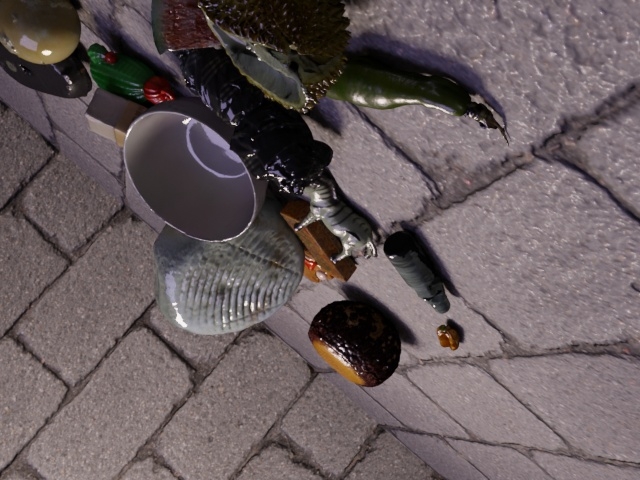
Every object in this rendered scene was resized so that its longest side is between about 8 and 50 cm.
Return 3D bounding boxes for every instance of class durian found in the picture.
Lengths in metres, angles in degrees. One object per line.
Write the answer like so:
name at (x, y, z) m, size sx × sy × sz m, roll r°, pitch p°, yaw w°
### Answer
durian at (-0.060, -0.275, 1.102) m, size 0.237 × 0.138 × 0.193 m, roll 37°, pitch 171°, yaw 6°

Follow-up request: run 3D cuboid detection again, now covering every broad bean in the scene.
broad bean at (0.087, -0.186, 1.161) m, size 0.318 × 0.056 × 0.098 m, roll 27°, pitch 160°, yaw 36°

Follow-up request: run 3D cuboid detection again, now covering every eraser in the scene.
eraser at (-0.315, -0.200, 1.900) m, size 0.343 × 0.078 × 0.144 m, roll 25°, pitch 170°, yaw -5°

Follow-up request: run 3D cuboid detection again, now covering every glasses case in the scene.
glasses case at (0.000, 0.000, 1.948) m, size 0.075 × 0.049 × 0.218 m, roll 25°, pitch 159°, yaw 43°

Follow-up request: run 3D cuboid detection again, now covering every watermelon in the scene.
watermelon at (-0.184, -0.326, 1.334) m, size 0.158 × 0.121 × 0.098 m, roll 28°, pitch 140°, yaw 26°

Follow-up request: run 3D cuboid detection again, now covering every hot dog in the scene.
hot dog at (0.268, 0.200, 1.909) m, size 0.049 × 0.037 × 0.122 m, roll 23°, pitch 166°, yaw 17°

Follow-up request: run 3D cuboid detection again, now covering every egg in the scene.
egg at (-0.575, -0.444, 1.864) m, size 0.201 × 0.164 × 0.164 m, roll 35°, pitch 165°, yaw 36°

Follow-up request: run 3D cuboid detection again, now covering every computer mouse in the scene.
computer mouse at (-0.658, -0.436, 2.178) m, size 0.323 × 0.116 × 0.183 m, roll 21°, pitch 155°, yaw 36°

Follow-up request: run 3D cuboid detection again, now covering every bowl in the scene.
bowl at (-0.214, -0.152, 1.731) m, size 0.287 × 0.144 × 0.287 m, roll 17°, pitch 132°, yaw 19°

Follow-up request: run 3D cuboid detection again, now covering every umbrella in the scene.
umbrella at (-0.123, -0.216, 1.497) m, size 0.336 × 0.128 × 0.154 m, roll 43°, pitch 151°, yaw 14°

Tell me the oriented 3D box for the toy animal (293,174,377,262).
toy animal at (0.030, -0.044, 1.709) m, size 0.217 × 0.073 × 0.176 m, roll 37°, pitch 151°, yaw -3°

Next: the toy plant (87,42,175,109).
toy plant at (-0.381, -0.320, 1.883) m, size 0.240 × 0.088 × 0.154 m, roll 32°, pitch 162°, yaw 14°

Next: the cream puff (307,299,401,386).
cream puff at (0.089, 0.244, 2.223) m, size 0.239 × 0.165 × 0.239 m, roll 38°, pitch 165°, yaw 12°

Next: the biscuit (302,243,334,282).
biscuit at (-0.050, 0.024, 2.167) m, size 0.205 × 0.049 × 0.324 m, roll 42°, pitch 164°, yaw -6°

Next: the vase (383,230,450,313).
vase at (0.184, 0.066, 1.663) m, size 0.060 × 0.060 × 0.211 m, roll 24°, pitch 160°, yaw 47°

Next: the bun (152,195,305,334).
bun at (-0.203, 0.043, 1.998) m, size 0.354 × 0.354 × 0.194 m, roll 54°, pitch 180°, yaw -44°
